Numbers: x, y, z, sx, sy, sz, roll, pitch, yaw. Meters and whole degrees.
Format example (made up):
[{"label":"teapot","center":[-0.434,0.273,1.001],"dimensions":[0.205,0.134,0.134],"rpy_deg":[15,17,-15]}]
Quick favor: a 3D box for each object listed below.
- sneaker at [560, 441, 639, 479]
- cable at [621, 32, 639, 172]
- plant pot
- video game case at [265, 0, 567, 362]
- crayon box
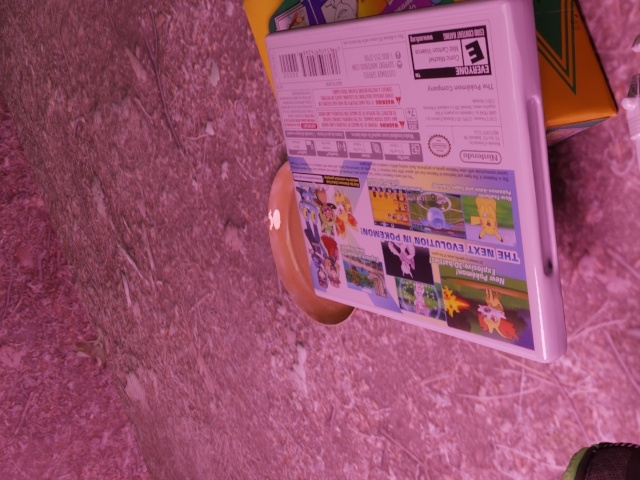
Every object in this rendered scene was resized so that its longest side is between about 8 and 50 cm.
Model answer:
[{"label":"sneaker","center":[0.364,0.316,0.514],"dimensions":[0.483,0.185,0.202],"rpy_deg":[48,132,23]},{"label":"cable","center":[0.294,-0.029,0.465],"dimensions":[0.257,0.089,0.257],"rpy_deg":[-168,70,-81]},{"label":"plant pot","center":[0.000,0.000,1.072],"dimensions":[0.236,0.032,0.236],"rpy_deg":[29,125,51]},{"label":"video game case","center":[0.076,-0.061,0.737],"dimensions":[0.329,0.036,0.300],"rpy_deg":[11,117,52]},{"label":"crayon box","center":[0.079,-0.197,0.799],"dimensions":[0.363,0.106,0.313],"rpy_deg":[-27,82,58]}]
